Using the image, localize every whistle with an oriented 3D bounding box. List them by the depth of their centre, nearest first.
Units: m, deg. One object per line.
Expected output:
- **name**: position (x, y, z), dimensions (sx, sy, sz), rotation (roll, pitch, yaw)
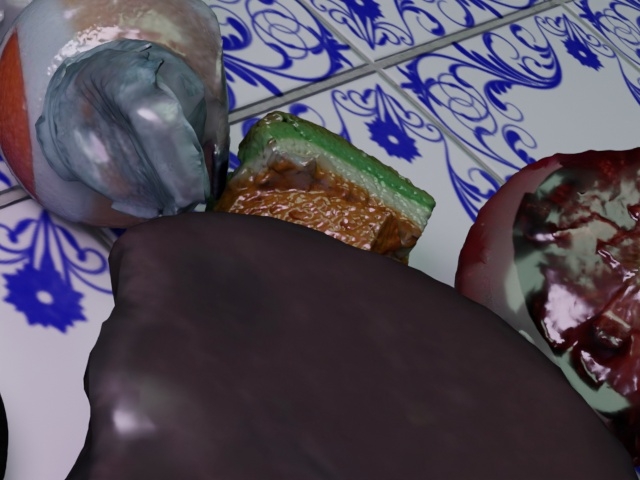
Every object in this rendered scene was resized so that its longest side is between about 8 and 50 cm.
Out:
- **whistle**: position (-0.137, -0.082, 0.962), dimensions (0.189, 0.189, 0.348), rotation (26, 7, -15)

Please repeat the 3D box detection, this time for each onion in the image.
- **onion**: position (0.233, 0.063, 1.195), dimensions (0.272, 0.195, 0.272), rotation (3, 68, -7)

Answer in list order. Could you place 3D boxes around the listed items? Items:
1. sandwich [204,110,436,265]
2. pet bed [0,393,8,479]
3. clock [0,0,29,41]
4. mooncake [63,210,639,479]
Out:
- **sandwich**: position (0.008, 0.002, 1.101), dimensions (0.184, 0.109, 0.160), rotation (19, 33, -24)
- **pet bed**: position (-0.259, 0.095, 0.781), dimensions (0.201, 0.053, 0.201), rotation (24, 35, -18)
- **clock**: position (-0.356, -0.232, 1.032), dimensions (0.262, 0.116, 0.231), rotation (-9, 63, -50)
- **mooncake**: position (-0.004, 0.176, 0.739), dimensions (0.350, 0.212, 0.381), rotation (23, 34, 13)
